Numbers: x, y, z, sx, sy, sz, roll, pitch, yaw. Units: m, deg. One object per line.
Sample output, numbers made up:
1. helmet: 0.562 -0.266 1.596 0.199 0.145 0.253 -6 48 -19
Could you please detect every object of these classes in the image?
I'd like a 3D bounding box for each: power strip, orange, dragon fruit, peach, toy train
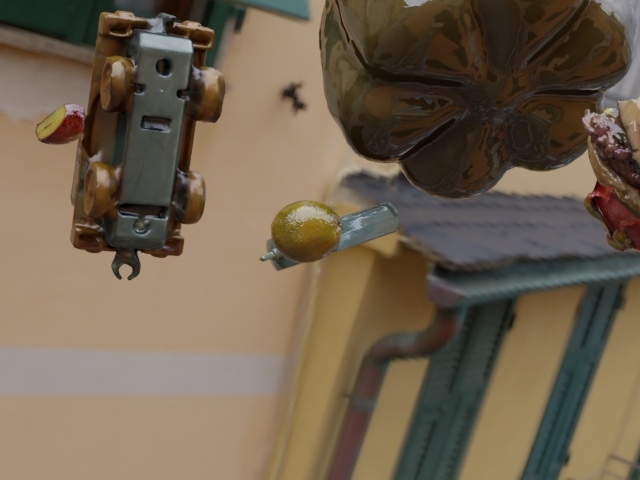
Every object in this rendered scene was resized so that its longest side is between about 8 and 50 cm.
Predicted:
1. power strip: 0.000 0.000 1.949 0.167 0.054 0.253 -22 -2 31
2. orange: -0.017 -0.014 1.742 0.095 0.085 0.085 -15 3 14
3. dragon fruit: 0.409 -0.077 1.693 0.150 0.207 0.133 -23 -8 19
4. peach: -0.416 -0.180 2.117 0.083 0.050 0.077 -8 -28 -10
5. toy train: -0.255 -0.132 1.818 0.163 0.369 0.231 4 12 -26

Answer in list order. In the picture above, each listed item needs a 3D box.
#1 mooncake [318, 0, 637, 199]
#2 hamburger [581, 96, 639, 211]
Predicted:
1. mooncake: 0.230 -0.288 1.944 0.467 0.467 0.262 12 43 -27
2. hamburger: 0.464 -0.067 1.528 0.282 0.155 0.245 -9 62 -23
